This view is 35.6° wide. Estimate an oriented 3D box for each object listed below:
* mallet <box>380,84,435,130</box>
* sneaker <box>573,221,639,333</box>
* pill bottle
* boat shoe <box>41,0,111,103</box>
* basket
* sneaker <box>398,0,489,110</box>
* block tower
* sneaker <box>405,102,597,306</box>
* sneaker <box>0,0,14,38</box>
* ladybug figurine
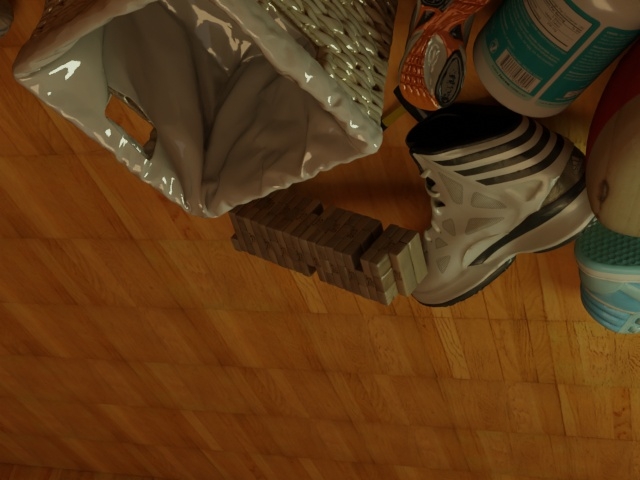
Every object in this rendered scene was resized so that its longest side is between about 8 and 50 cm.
[{"bbox_3d":[0.105,-0.167,1.447,0.062,0.039,0.189,45,147,1],"label":"mallet"},{"bbox_3d":[0.562,0.075,1.581,0.319,0.127,0.208,12,146,19],"label":"sneaker"},{"bbox_3d":[0.296,-0.267,1.140,0.146,0.146,0.264,22,146,-13],"label":"pill bottle"},{"bbox_3d":[-0.349,-0.264,1.411,0.118,0.103,0.320,18,146,-7],"label":"boat shoe"},{"bbox_3d":[-0.126,-0.246,1.212,0.331,0.266,0.328,-19,135,38],"label":"basket"},{"bbox_3d":[0.153,-0.297,1.202,0.099,0.121,0.262,15,123,-6],"label":"sneaker"},{"bbox_3d":[0.000,0.000,1.584,0.335,0.091,0.097,17,140,35],"label":"block tower"},{"bbox_3d":[0.207,-0.071,1.503,0.257,0.169,0.447,40,145,-9],"label":"sneaker"},{"bbox_3d":[-0.539,-0.350,1.369,0.237,0.085,0.086,33,137,-26],"label":"sneaker"},{"bbox_3d":[0.448,-0.147,1.168,0.305,0.162,0.449,-17,158,0],"label":"ladybug figurine"}]
